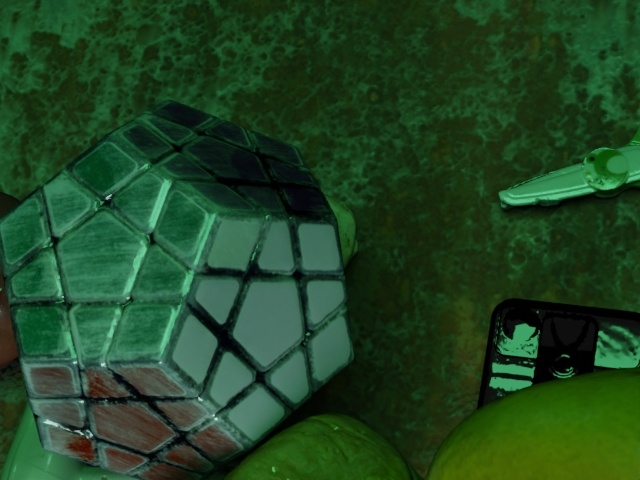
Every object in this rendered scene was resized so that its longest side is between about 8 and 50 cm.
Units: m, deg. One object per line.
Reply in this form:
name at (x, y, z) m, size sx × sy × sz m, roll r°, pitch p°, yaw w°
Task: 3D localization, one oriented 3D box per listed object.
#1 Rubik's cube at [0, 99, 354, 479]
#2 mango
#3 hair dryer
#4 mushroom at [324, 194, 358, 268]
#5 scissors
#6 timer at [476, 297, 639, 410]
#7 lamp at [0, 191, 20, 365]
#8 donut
Rubik's cube at (-0.122, 0.045, 1.319) m, size 0.319 × 0.319 × 0.264 m, roll -39°, pitch 93°, yaw -7°
mango at (0.290, 0.230, 1.199) m, size 0.445 × 0.301 × 0.220 m, roll 13°, pitch 42°, yaw 24°
hair dryer at (-0.159, 0.177, 1.433) m, size 0.237 × 0.075 × 0.206 m, roll 7°, pitch 62°, yaw 5°
mushroom at (0.000, 0.000, 1.466) m, size 0.083 × 0.067 × 0.083 m, roll -23°, pitch 58°, yaw 41°
scissors at (0.263, -0.063, 1.463) m, size 0.204 × 0.027 × 0.101 m, roll -13°, pitch 64°, yaw 3°
timer at (0.206, 0.144, 1.371) m, size 0.144 × 0.055 × 0.187 m, roll 6°, pitch 69°, yaw 13°
lamp at (-0.324, 0.038, 1.478) m, size 0.182 × 0.140 × 0.182 m, roll -5°, pitch 78°, yaw 25°
donut at (-0.036, 0.254, 1.275) m, size 0.261 × 0.208 × 0.128 m, roll -45°, pitch 71°, yaw 1°
